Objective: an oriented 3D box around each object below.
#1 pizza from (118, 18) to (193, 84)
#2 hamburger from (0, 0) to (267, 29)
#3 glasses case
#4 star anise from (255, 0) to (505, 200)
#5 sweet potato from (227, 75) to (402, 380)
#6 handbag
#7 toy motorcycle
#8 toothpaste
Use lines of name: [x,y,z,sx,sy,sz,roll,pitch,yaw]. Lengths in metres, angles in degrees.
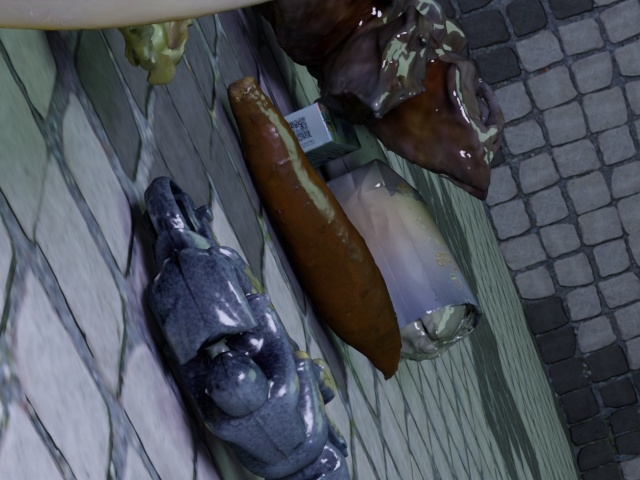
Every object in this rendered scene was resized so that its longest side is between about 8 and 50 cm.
pizza: [-0.126,-0.208,0.828,0.280,0.075,0.288,30,43,-71]
hamburger: [-0.074,-0.188,0.611,0.295,0.227,0.151,-100,-169,-59]
glasses case: [0.033,-0.065,1.553,0.193,0.049,0.074,51,23,-63]
star anise: [0.040,-0.165,1.404,0.332,0.117,0.332,50,7,-9]
sweet potato: [0.001,0.000,1.210,0.057,0.057,0.265,-97,163,-54]
handbag: [0.067,0.027,1.464,0.117,0.095,0.173,30,33,-64]
toy motorcycle: [-0.033,0.063,0.833,0.193,0.061,0.124,62,5,-18]
toothpaste: [-0.004,-0.080,1.371,0.164,0.046,0.034,-6,74,-81]
